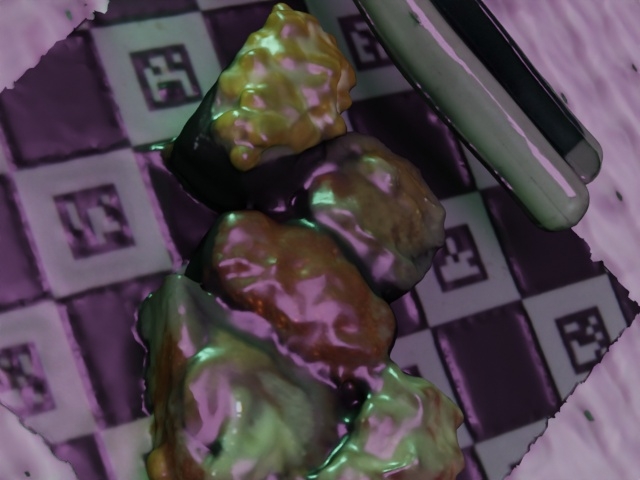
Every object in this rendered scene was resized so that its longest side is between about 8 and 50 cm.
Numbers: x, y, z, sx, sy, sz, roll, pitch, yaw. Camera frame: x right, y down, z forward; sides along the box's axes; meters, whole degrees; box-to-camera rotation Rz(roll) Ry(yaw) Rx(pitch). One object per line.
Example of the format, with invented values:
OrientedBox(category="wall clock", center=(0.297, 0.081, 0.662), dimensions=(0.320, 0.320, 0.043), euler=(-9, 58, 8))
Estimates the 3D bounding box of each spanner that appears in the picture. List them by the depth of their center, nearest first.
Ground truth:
OrientedBox(category="spanner", center=(0.022, -0.139, 0.711), dimensions=(0.325, 0.040, 0.095), euler=(49, 27, -7))

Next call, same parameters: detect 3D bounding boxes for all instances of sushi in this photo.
OrientedBox(category="sushi", center=(0.000, 0.000, 0.656), dimensions=(0.294, 0.059, 0.292), euler=(46, 57, -5))
